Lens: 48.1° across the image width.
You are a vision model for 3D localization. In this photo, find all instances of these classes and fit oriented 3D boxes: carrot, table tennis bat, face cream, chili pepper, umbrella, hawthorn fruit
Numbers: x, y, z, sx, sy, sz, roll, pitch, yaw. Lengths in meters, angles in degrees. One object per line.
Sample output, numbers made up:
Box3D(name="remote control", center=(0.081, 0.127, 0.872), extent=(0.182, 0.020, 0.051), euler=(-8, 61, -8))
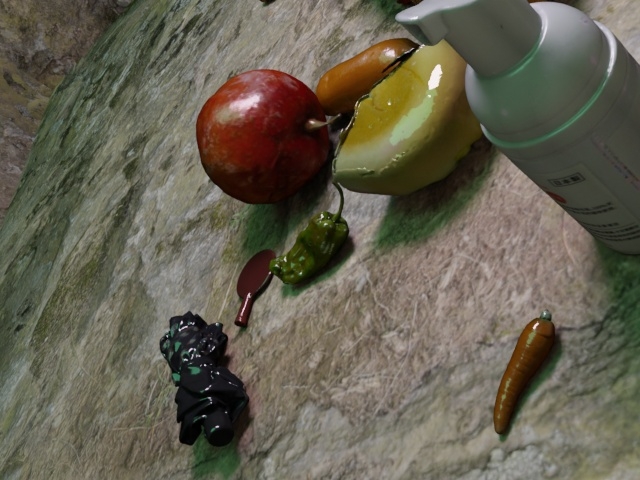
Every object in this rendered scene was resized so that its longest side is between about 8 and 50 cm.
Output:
Box3D(name="carrot", center=(0.214, 0.138, 0.762), extent=(0.035, 0.035, 0.142), euler=(26, 90, 57))
Box3D(name="table tennis bat", center=(-0.121, 0.081, 1.259), extent=(0.098, 0.019, 0.154), euler=(-19, 45, 42))
Box3D(name="face cream", center=(0.225, -0.131, 0.668), extent=(0.145, 0.370, 0.145), euler=(-32, 41, 33))
Box3D(name="chili pepper", center=(-0.001, 0.002, 1.125), extent=(0.204, 0.073, 0.072), euler=(-45, 50, 36))
Box3D(name="umbrella", center=(-0.188, 0.225, 1.143), extent=(0.122, 0.110, 0.272), euler=(-20, 35, -9))
Box3D(name="hawthorn fruit", center=(-0.073, -0.189, 1.255), extent=(0.272, 0.242, 0.242), euler=(-13, 51, 32))

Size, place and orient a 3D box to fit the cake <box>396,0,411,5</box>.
Box3D(name="cake", center=(0.125, -0.568, 1.359), extent=(0.151, 0.177, 0.283), euler=(-44, 33, 18))

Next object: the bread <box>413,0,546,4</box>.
Box3D(name="bread", center=(0.215, -0.428, 1.040), extent=(0.211, 0.270, 0.315), euler=(-61, 22, 20))

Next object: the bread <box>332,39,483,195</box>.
Box3D(name="bread", center=(0.142, -0.147, 1.009), extent=(0.261, 0.158, 0.156), euler=(-37, 47, 26))

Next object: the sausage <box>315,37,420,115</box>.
Box3D(name="sausage", center=(0.080, -0.283, 1.250), extent=(0.238, 0.098, 0.098), euler=(-13, 52, 48))
